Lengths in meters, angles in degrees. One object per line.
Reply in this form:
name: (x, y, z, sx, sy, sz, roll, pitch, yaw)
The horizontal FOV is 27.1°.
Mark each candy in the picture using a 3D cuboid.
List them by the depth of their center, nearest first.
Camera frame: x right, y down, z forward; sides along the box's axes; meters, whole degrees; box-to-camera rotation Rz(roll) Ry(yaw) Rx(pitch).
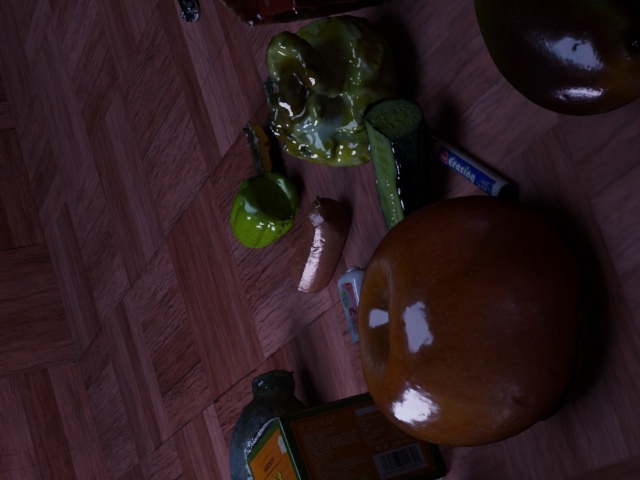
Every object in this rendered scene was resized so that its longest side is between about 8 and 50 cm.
candy: (-0.091, -0.036, 1.994, 0.209, 0.097, 0.096, 130, 125, -70)

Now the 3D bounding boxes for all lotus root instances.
lotus root: (-0.056, 0.371, 2.022, 0.175, 0.175, 0.349, -8, 94, 66)

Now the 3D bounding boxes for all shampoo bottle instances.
shampoo bottle: (0.055, 0.083, 1.777, 0.072, 0.043, 0.099, -33, 71, 65)

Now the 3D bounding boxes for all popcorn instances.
popcorn: (0.006, -0.183, 1.588, 0.198, 0.212, 0.198, -3, 84, 36)

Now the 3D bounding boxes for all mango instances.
mango: (0.211, -0.194, 1.220, 0.267, 0.111, 0.133, -125, 21, -51)

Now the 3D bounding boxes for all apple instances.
apple: (0.147, 0.081, 1.376, 0.272, 0.206, 0.251, 122, 134, -59)

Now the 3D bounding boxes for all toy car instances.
toy car: (-0.223, -0.405, 2.186, 0.041, 0.025, 0.093, -33, 74, 63)

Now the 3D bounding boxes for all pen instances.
pen: (0.155, -0.089, 1.496, 0.204, 0.025, 0.025, 42, 138, 53)

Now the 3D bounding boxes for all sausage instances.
sausage: (0.001, 0.000, 1.840, 0.065, 0.065, 0.169, 63, 153, 31)

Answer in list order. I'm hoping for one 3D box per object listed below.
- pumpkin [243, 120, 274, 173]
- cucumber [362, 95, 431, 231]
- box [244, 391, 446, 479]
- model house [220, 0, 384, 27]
pumpkin: (-0.087, -0.135, 2.008, 0.073, 0.035, 0.101, 130, 122, -75)
cucumber: (0.104, -0.070, 1.553, 0.078, 0.062, 0.211, 50, 164, 41)
box: (0.028, 0.294, 1.750, 0.148, 0.195, 0.177, 69, 155, 19)
model house: (-0.010, -0.334, 1.540, 0.254, 0.196, 0.160, -5, 98, 67)
